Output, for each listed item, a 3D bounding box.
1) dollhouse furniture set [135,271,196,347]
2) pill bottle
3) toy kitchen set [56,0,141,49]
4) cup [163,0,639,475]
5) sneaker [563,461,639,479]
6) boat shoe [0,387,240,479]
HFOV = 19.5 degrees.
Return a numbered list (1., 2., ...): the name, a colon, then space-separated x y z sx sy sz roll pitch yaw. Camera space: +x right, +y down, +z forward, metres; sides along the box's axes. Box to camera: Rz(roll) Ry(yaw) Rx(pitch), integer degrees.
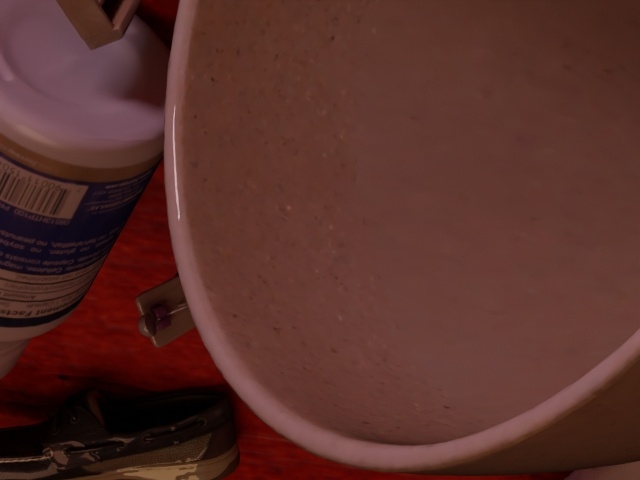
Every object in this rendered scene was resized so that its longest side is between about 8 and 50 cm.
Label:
1. dollhouse furniture set: -0.076 -0.010 0.870 0.091 0.081 0.114 -4 111 55
2. pill bottle: -0.146 -0.020 0.857 0.112 0.112 0.187 27 129 -9
3. toy kitchen set: -0.053 -0.112 0.792 0.083 0.075 0.068 -17 123 27
4. cup: 0.133 -0.064 0.673 0.237 0.331 0.331 16 133 -35
5. sneaker: 0.172 0.078 0.894 0.091 0.094 0.258 46 117 -3
6. boat shoe: -0.119 0.101 0.979 0.152 0.056 0.049 -4 112 -8
